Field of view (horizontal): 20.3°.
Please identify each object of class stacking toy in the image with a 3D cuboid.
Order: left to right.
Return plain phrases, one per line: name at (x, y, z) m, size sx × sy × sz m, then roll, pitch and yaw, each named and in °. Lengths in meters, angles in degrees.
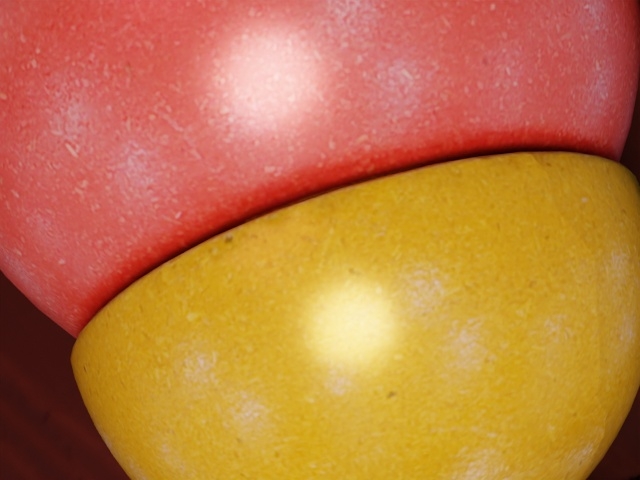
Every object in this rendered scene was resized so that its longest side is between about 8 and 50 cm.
stacking toy at (0.000, 0.000, 0.644) m, size 0.350 × 0.350 × 0.480 m, roll -24°, pitch 70°, yaw 26°
